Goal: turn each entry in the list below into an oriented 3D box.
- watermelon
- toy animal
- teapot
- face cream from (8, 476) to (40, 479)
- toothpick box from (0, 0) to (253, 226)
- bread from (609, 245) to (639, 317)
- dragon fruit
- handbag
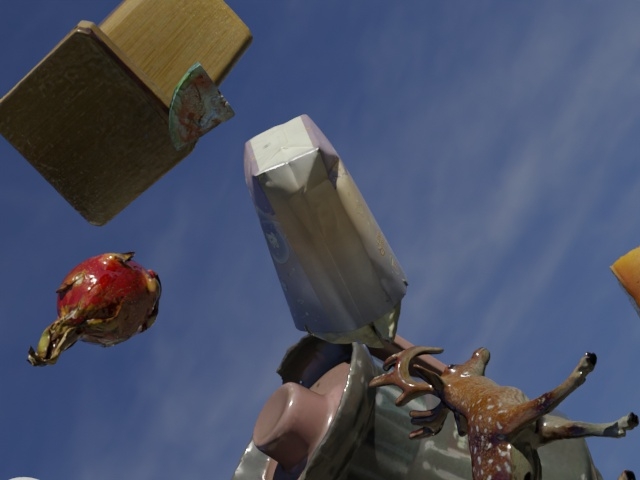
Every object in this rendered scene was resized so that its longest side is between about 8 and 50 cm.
[{"bbox_3d":[-0.101,-0.122,1.668,0.085,0.061,0.085,-54,-22,-35],"label":"watermelon"},{"bbox_3d":[0.141,0.173,1.535,0.087,0.260,0.243,29,-125,-35],"label":"toy animal"},{"bbox_3d":[0.098,0.242,2.020,0.305,0.362,0.376,-47,24,29],"label":"teapot"},{"bbox_3d":[-0.402,0.375,2.254,0.145,0.145,0.370,-39,-8,-38],"label":"face cream"},{"bbox_3d":[-0.214,-0.192,2.167,0.190,0.187,0.308,-39,11,32],"label":"toothpick box"},{"bbox_3d":[0.455,0.138,1.928,0.138,0.361,0.077,-31,-30,1],"label":"bread"},{"bbox_3d":[-0.293,0.096,2.350,0.246,0.125,0.125,-40,-64,-45],"label":"dragon fruit"},{"bbox_3d":[0.000,0.000,1.414,0.095,0.117,0.173,-25,-73,4],"label":"handbag"}]
